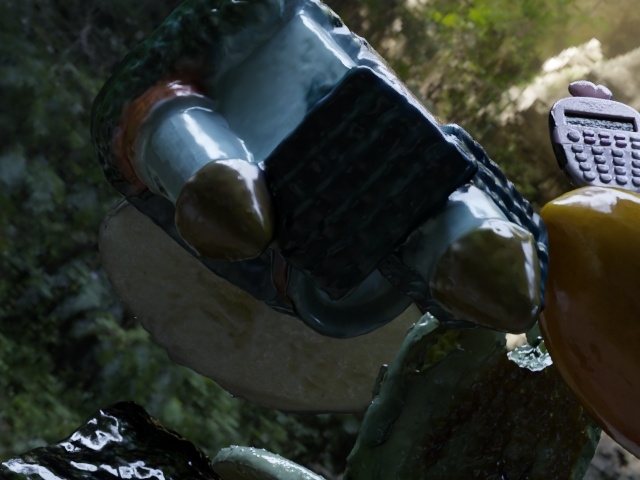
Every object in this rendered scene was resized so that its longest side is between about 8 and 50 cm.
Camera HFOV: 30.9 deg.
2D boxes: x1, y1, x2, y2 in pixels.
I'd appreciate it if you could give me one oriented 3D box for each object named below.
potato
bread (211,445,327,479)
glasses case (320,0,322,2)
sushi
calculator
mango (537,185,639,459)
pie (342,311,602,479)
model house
[{"bbox_3d":[0.000,0.000,1.281,0.397,0.296,0.290,17,-47,10],"label":"potato"},{"bbox_3d":[0.006,0.212,0.908,0.193,0.036,0.112,35,-25,0],"label":"bread"},{"bbox_3d":[-0.038,-0.212,0.940,0.073,0.194,0.049,5,-12,-24],"label":"glasses case"},{"bbox_3d":[-0.215,0.282,1.021,0.171,0.350,0.211,32,-64,19],"label":"sushi"},{"bbox_3d":[0.275,-0.098,1.141,0.103,0.166,0.024,6,-43,-5],"label":"calculator"},{"bbox_3d":[0.238,0.065,0.806,0.252,0.154,0.126,49,-10,-13],"label":"mango"},{"bbox_3d":[0.141,0.187,1.046,0.067,0.302,0.302,31,-22,51],"label":"pie"},{"bbox_3d":[0.022,-0.011,0.680,0.253,0.184,0.291,42,2,-35],"label":"model house"}]
